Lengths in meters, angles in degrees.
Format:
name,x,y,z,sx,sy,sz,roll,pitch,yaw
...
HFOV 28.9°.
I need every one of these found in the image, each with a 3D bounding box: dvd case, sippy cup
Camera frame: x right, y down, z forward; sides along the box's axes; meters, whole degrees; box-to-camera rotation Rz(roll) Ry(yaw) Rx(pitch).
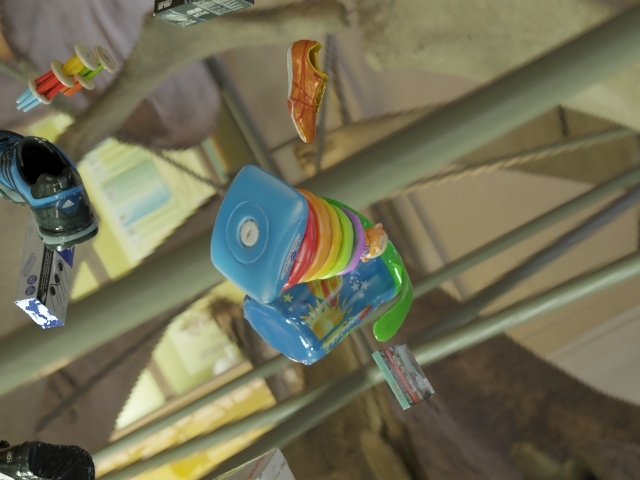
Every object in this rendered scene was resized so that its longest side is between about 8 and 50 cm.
name,x,y,z,sx,sy,sz,roll,pitch,yaw
dvd case,0.116,0.184,1.702,0.013,0.087,0.119,-34,169,20
sippy cup,-0.008,0.082,2.131,0.224,0.240,0.305,-50,-165,-24

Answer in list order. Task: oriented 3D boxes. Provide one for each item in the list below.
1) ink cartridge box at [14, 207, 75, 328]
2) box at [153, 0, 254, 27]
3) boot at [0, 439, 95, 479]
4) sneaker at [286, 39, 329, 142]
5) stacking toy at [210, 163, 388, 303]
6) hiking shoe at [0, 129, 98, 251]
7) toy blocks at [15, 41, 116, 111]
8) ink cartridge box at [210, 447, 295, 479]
name,x,y,z,sx,sy,sz,roll,pitch,yaw
ink cartridge box,-0.470,0.037,2.136,0.046,0.207,0.097,-11,145,16
box,-0.201,-0.469,2.172,0.180,0.147,0.077,-8,164,41
boot,-0.576,0.433,2.378,0.207,0.094,0.246,-4,159,23
sneaker,-0.019,-0.252,2.088,0.067,0.175,0.064,-3,-178,18
stacking toy,0.000,0.000,1.882,0.302,0.166,0.175,6,111,-46
hiking shoe,-0.419,-0.111,1.839,0.113,0.132,0.304,-25,-138,-28
toy blocks,-0.420,-0.260,2.032,0.148,0.054,0.123,-33,175,16
ink cartridge box,-0.140,0.395,1.790,0.203,0.086,0.148,-27,-177,11
